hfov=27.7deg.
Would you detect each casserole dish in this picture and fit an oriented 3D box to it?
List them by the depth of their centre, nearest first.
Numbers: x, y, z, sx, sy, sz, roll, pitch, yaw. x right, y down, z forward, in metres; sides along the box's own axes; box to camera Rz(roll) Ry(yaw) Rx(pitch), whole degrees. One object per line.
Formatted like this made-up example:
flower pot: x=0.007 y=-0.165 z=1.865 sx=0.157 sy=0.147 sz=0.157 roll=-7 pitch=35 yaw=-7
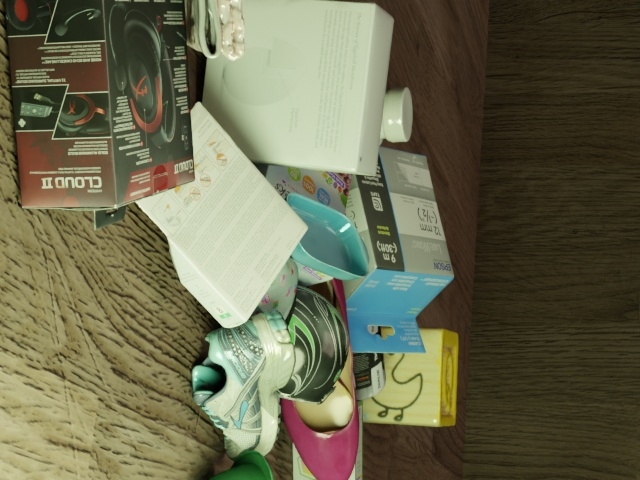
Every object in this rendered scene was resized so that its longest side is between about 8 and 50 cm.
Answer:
casserole dish: x=0.000 y=0.000 z=1.852 sx=0.188 sy=0.037 sz=0.114 roll=21 pitch=45 yaw=-48

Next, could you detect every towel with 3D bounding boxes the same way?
towel: x=-0.147 y=-0.379 z=1.483 sx=0.317 sy=0.053 sz=0.331 roll=-133 pitch=-142 yaw=-71

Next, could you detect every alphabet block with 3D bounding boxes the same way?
alphabet block: x=0.155 y=0.263 z=2.524 sx=0.193 sy=0.197 sz=0.192 roll=18 pitch=72 yaw=-73

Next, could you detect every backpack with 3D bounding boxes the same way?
backpack: x=-0.098 y=0.056 z=1.778 sx=0.182 sy=0.115 sz=0.152 roll=59 pitch=37 yaw=-56

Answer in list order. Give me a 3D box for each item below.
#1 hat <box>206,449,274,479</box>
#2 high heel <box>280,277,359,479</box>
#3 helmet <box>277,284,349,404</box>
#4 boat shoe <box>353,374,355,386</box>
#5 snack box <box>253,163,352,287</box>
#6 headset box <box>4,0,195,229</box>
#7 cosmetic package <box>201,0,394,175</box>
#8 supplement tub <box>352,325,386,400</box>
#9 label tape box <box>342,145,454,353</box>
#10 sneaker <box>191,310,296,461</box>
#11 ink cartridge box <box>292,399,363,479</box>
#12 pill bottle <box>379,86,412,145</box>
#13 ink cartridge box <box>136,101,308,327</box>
hat: x=-0.172 y=0.351 z=1.691 sx=0.208 sy=0.184 sz=0.173 roll=-4 pitch=-104 yaw=64
high heel: x=0.000 y=0.212 z=2.038 sx=0.181 sy=0.127 sz=0.377 roll=168 pitch=-91 yaw=-80
helmet: x=-0.041 y=0.147 z=1.911 sx=0.169 sy=0.169 sz=0.161 roll=17 pitch=87 yaw=-74
boat shoe: x=-0.001 y=0.208 z=2.225 sx=0.076 sy=0.083 sz=0.226 roll=-33 pitch=119 yaw=-44
snack box: x=-0.042 y=-0.061 z=1.934 sx=0.174 sy=0.070 sz=0.207 roll=38 pitch=49 yaw=-35
headset box: x=-0.221 y=-0.160 z=1.341 sx=0.218 sy=0.110 sz=0.293 roll=-34 pitch=122 yaw=-71
cosmetic package: x=-0.030 y=-0.211 z=1.769 sx=0.138 sy=0.225 sz=0.224 roll=0 pitch=97 yaw=-74
supplement tub: x=0.052 y=0.179 z=2.303 sx=0.117 sy=0.117 sz=0.190 roll=-60 pitch=147 yaw=-60
label tape box: x=0.115 y=0.014 z=2.238 sx=0.249 sy=0.115 sz=0.347 roll=8 pitch=64 yaw=-52
sneaker: x=-0.120 y=0.200 z=1.754 sx=0.283 sy=0.122 sz=0.110 roll=102 pitch=-26 yaw=-43
ink cartridge box: x=0.013 y=0.372 z=2.185 sx=0.062 sy=0.109 sz=0.209 roll=-11 pitch=102 yaw=-74
pill bottle: x=0.037 y=-0.199 z=2.072 sx=0.117 sy=0.208 sz=0.117 roll=0 pitch=90 yaw=-74
ink cartridge box: x=-0.135 y=-0.031 z=1.620 sx=0.224 sy=0.056 sz=0.181 roll=47 pitch=50 yaw=-17
